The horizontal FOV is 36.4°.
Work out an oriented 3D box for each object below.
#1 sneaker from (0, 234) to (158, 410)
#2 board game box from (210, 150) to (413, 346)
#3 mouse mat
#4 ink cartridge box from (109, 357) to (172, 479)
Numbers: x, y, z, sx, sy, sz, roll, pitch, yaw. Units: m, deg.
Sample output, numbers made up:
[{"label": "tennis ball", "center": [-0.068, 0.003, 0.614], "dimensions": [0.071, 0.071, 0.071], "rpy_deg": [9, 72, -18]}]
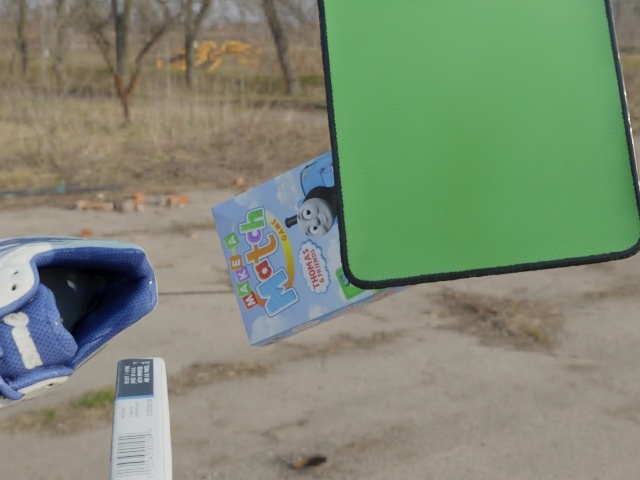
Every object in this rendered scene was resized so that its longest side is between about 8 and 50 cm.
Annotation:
[{"label": "sneaker", "center": [-0.212, 0.057, 0.543], "dimensions": [0.131, 0.112, 0.296], "rpy_deg": [-9, 17, 31]}, {"label": "board game box", "center": [0.000, 0.000, 1.007], "dimensions": [0.211, 0.160, 0.039], "rpy_deg": [-24, -17, 23]}, {"label": "mouse mat", "center": [0.078, -0.075, 0.502], "dimensions": [0.153, 0.189, 0.007], "rpy_deg": [-7, -13, 10]}, {"label": "ink cartridge box", "center": [-0.132, 0.220, 0.717], "dimensions": [0.045, 0.208, 0.206], "rpy_deg": [-2, 16, -11]}]
